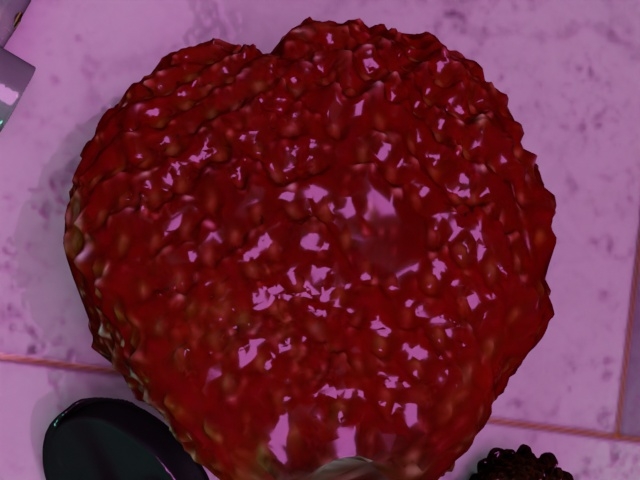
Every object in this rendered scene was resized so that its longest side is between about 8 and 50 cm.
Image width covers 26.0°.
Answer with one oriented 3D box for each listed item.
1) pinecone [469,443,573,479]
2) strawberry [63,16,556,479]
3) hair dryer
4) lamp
[{"bbox_3d":[0.122,0.168,0.838,0.077,0.077,0.083,-43,133,-16],"label":"pinecone"},{"bbox_3d":[0.002,0.004,0.714,0.261,0.257,0.261,0,90,-10],"label":"strawberry"},{"bbox_3d":[-0.181,-0.132,0.759,0.082,0.047,0.137,31,73,-15],"label":"hair dryer"},{"bbox_3d":[-0.228,0.201,0.673,0.371,0.108,0.130,-31,98,-25],"label":"lamp"}]
